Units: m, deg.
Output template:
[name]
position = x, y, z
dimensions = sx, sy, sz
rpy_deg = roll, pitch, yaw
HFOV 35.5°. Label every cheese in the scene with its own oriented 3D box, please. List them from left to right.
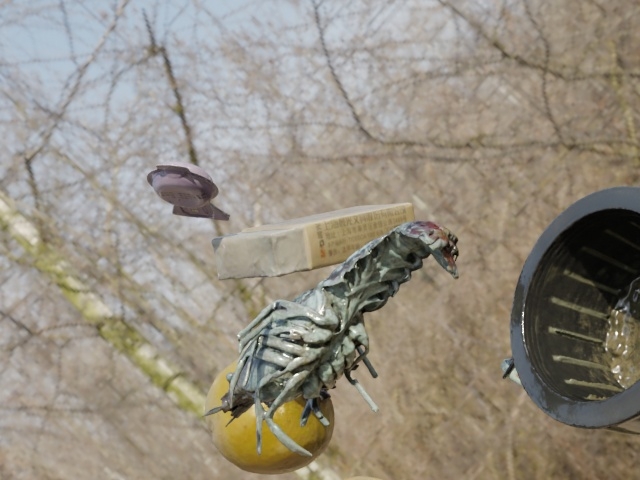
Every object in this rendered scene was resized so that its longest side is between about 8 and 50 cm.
[cheese]
position = -0.198, -0.071, 1.480
dimensions = 0.191, 0.105, 0.042
rpy_deg = 78, -160, -68

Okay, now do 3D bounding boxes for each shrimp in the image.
[shrimp]
position = 0.009, 0.121, 1.253
dimensions = 0.410, 0.221, 0.166
rpy_deg = -50, 35, 11

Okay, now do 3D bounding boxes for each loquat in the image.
[loquat]
position = -0.084, 0.305, 1.792
dimensions = 0.244, 0.244, 0.244
rpy_deg = -46, -7, -7

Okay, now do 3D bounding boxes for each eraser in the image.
[eraser]
position = 0.000, 0.000, 1.589
dimensions = 0.144, 0.078, 0.343
rpy_deg = -5, 6, 43

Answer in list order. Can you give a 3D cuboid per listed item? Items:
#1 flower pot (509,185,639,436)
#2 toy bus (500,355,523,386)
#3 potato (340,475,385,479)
[flower pot]
position = 0.453, 0.122, 1.254
dimensions = 0.294, 0.330, 0.293
rpy_deg = -35, 44, 44
[toy bus]
position = 0.327, 0.161, 1.428
dimensions = 0.087, 0.089, 0.194
rpy_deg = -61, -17, 16
[potato]
position = 0.067, 0.347, 1.213
dimensions = 0.178, 0.118, 0.109
rpy_deg = -9, -14, 40
